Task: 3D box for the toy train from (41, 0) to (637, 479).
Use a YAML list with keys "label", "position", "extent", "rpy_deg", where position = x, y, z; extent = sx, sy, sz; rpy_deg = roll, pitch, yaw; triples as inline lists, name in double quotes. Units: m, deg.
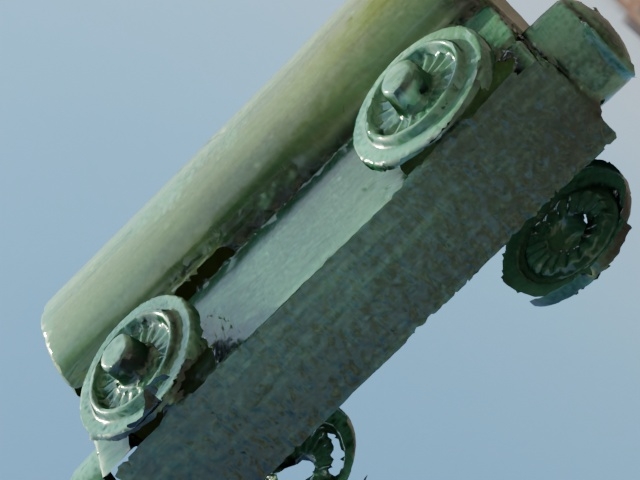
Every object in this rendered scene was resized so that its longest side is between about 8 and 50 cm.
- label: "toy train"
  position: [0.005, 0.004, 0.804]
  extent: [0.126, 0.307, 0.189]
  rpy_deg: [40, -167, -23]
